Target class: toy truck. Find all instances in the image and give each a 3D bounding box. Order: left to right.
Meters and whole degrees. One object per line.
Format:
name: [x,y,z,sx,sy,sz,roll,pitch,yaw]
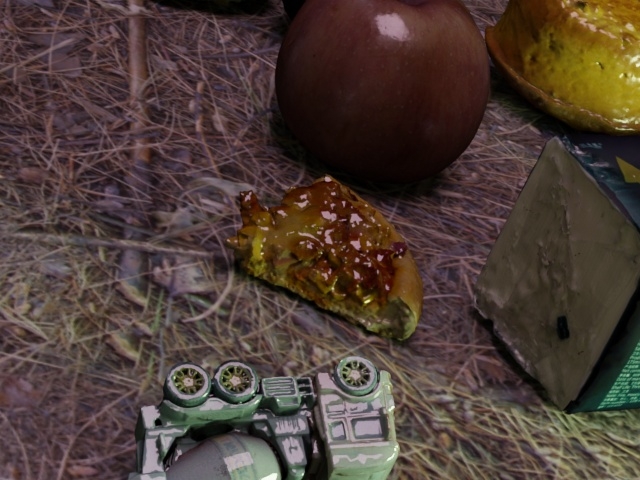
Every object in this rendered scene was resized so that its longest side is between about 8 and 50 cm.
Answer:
toy truck: [-0.055,0.192,1.406,0.257,0.108,0.140,-1,55,-16]

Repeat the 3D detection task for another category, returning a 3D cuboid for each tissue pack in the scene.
tissue pack: [0.421,0.034,1.766,0.417,0.264,0.253,-4,40,-31]

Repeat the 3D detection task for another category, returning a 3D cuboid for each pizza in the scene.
pizza: [0.000,0.000,1.770,0.229,0.081,0.289,2,37,-24]

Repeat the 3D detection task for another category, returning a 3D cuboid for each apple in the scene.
apple: [0.085,-0.223,2.016,0.306,0.235,0.305,12,33,-8]

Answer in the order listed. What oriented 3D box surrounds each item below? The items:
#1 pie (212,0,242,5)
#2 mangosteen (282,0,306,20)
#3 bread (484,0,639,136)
pie: [-0.193,-0.432,2.360,0.277,0.078,0.277,17,33,-12]
mangosteen: [0.048,-0.395,2.283,0.216,0.216,0.216,13,32,-8]
bread: [0.410,-0.264,2.288,0.340,0.194,0.179,24,30,1]
